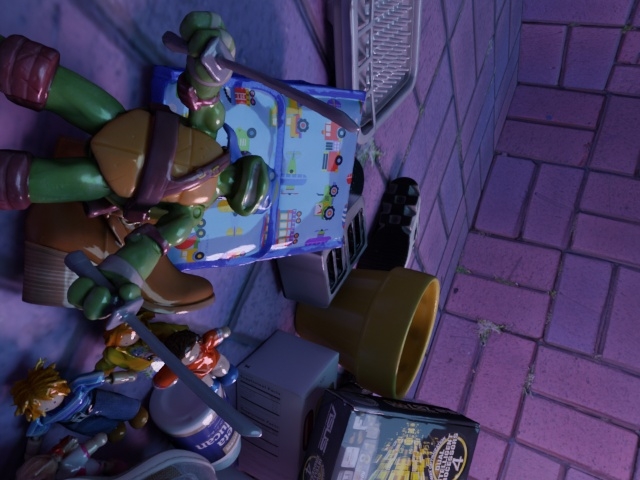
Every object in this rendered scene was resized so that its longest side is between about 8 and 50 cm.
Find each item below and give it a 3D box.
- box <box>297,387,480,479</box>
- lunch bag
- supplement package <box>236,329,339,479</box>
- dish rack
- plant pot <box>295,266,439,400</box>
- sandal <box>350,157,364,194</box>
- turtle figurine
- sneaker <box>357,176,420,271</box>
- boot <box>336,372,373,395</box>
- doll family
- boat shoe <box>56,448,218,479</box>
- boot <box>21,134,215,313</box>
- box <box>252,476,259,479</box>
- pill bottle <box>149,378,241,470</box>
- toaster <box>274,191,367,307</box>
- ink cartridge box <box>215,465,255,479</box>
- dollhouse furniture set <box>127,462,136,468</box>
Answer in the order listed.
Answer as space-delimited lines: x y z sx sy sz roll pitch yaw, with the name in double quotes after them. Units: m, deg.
0.094 0.473 0.812 0.318 0.097 0.395 21 84 -29 "box"
-0.098 -0.091 0.595 0.293 0.138 0.221 -13 118 -45 "lunch bag"
-0.061 0.315 0.875 0.139 0.133 0.244 -37 137 -53 "supplement package"
0.103 -0.367 0.881 0.333 0.072 0.286 -50 146 -41 "dish rack"
0.088 0.161 0.970 0.254 0.239 0.254 -45 143 -48 "plant pot"
0.038 -0.147 0.927 0.179 0.040 0.067 49 54 -45 "sandal"
-0.135 -0.056 0.310 0.275 0.266 0.198 -103 -146 -48 "turtle figurine"
0.199 0.012 1.251 0.331 0.122 0.146 -67 153 -14 "sneaker"
0.116 0.341 1.346 0.263 0.091 0.229 37 66 -68 "boot"
-0.221 0.156 0.498 0.263 0.118 0.163 -42 153 -15 "doll family"
-0.193 0.294 0.477 0.118 0.103 0.320 -46 155 -3 "boat shoe"
-0.176 -0.009 0.469 0.197 0.073 0.152 13 86 -49 "boot"
-0.009 0.536 0.972 0.123 0.256 0.128 -68 155 -10 "box"
-0.165 0.257 0.668 0.094 0.094 0.169 -55 149 -35 "pill bottle"
0.000 0.000 0.841 0.168 0.110 0.186 -54 148 -39 "toaster"
-0.160 0.498 0.700 0.115 0.198 0.273 27 80 -65 "ink cartridge box"
-0.225 0.352 0.634 0.081 0.091 0.114 16 88 -81 "dollhouse furniture set"
